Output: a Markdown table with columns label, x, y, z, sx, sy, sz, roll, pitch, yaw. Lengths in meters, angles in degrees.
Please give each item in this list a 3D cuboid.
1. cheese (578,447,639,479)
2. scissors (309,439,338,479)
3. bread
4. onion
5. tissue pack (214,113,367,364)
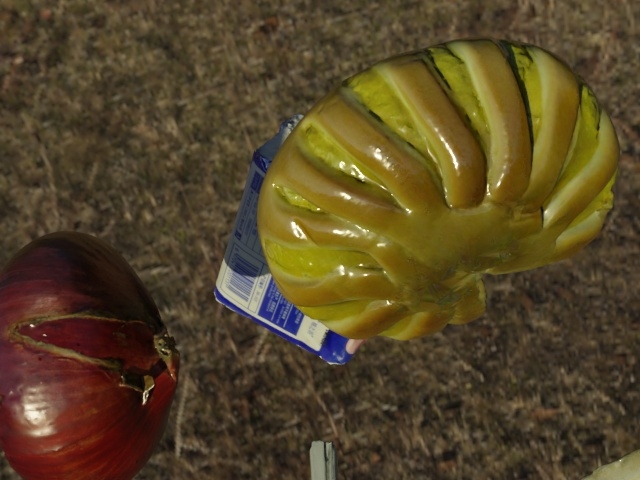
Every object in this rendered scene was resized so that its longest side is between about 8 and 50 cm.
| label | x | y | z | sx | sy | sz | roll | pitch | yaw |
| --- | --- | --- | --- | --- | --- | --- | --- | --- | --- |
| cheese | 0.378 | 0.138 | 0.894 | 0.400 | 0.085 | 0.034 | -39 | 48 | 39 |
| scissors | 0.006 | 0.252 | 0.870 | 0.027 | 0.101 | 0.204 | 0 | 56 | -5 |
| bread | 0.104 | -0.031 | 0.986 | 0.333 | 0.333 | 0.160 | -20 | 50 | -2 |
| onion | -0.213 | 0.112 | 1.013 | 0.161 | 0.248 | 0.248 | 2 | 39 | -11 |
| tissue pack | 0.000 | 0.000 | 1.368 | 0.209 | 0.270 | 0.137 | 26 | 46 | 7 |
